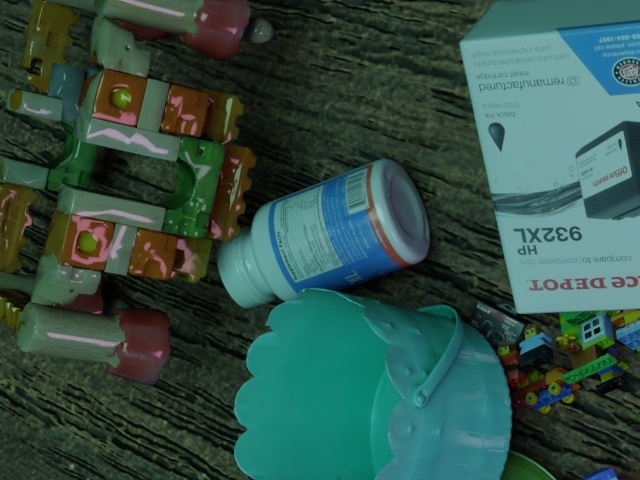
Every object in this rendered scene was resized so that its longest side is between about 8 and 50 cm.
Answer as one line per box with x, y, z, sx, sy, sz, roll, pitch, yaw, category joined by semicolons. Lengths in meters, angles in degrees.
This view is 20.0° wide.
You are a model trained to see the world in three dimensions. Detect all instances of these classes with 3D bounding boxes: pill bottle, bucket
0.000;0.000;2.032;0.222;0.124;0.124;-20;82;24;pill bottle
0.057;0.188;1.926;0.281;0.183;0.281;-16;70;51;bucket

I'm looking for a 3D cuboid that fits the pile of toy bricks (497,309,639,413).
0.278;0.095;1.928;0.212;0.118;0.105;-28;47;31;pile of toy bricks

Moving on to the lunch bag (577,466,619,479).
0.242;0.384;1.902;0.293;0.138;0.221;-26;83;8;lunch bag

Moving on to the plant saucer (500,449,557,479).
0.185;0.343;2.000;0.241;0.037;0.240;0;90;24;plant saucer

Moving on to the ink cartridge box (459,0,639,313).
0.288;-0.089;1.832;0.223;0.129;0.307;-3;115;25;ink cartridge box

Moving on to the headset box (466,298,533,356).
0.190;0.107;1.996;0.062;0.032;0.083;27;101;21;headset box

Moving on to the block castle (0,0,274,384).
-0.223;-0.087;2.049;0.303;0.213;0.453;22;99;61;block castle

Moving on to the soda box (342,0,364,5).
0.068;-0.351;2.028;0.058;0.063;0.183;44;108;17;soda box
